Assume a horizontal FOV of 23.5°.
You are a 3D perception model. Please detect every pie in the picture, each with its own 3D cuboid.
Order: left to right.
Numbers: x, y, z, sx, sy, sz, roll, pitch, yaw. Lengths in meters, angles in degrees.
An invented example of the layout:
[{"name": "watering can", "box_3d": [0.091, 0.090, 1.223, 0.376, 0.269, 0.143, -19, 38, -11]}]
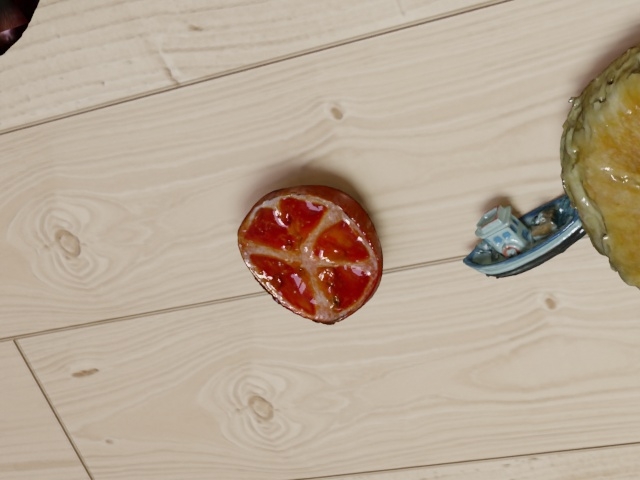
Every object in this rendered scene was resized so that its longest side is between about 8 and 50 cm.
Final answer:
[{"name": "pie", "box_3d": [0.375, -0.045, 1.339, 0.339, 0.083, 0.339, 12, 129, 14]}]

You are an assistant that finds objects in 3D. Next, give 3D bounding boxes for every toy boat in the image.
[{"name": "toy boat", "box_3d": [0.189, -0.007, 1.463, 0.066, 0.059, 0.140, 41, 130, -21]}]

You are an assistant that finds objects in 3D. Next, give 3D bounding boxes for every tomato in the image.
[{"name": "tomato", "box_3d": [0.000, 0.000, 1.544, 0.155, 0.069, 0.155, 13, 128, 18]}]

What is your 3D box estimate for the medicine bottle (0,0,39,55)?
[{"name": "medicine bottle", "box_3d": [-0.455, -0.257, 1.445, 0.395, 0.242, 0.242, 3, 124, 44]}]
